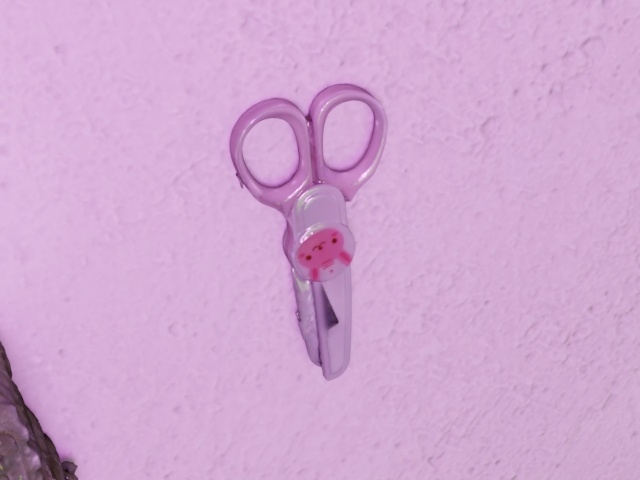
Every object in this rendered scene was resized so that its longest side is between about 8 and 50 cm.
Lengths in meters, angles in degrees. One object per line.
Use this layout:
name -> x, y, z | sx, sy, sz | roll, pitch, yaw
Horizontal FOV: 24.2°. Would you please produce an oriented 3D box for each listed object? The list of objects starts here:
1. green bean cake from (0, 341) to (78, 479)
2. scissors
green bean cake -> -0.285, 0.193, 1.066 | 0.223, 0.125, 0.227 | -22, 130, -10
scissors -> 0.000, 0.000, 1.129 | 0.118, 0.030, 0.242 | -15, 120, -15
